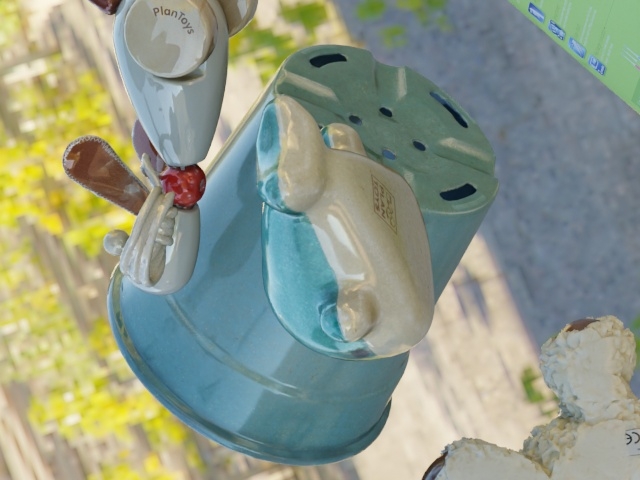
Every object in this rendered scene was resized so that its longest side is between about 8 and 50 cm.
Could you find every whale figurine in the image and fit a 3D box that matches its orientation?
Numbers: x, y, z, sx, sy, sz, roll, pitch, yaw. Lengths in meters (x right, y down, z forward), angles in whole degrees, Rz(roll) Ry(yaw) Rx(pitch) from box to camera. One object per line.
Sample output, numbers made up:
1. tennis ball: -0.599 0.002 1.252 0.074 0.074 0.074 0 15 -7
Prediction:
1. whale figurine: -0.004 -0.005 1.560 0.272 0.141 0.216 48 -148 -51

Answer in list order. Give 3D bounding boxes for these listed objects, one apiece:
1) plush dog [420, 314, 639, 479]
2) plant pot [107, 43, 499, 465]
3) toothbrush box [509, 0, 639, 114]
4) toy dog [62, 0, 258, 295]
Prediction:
1. plush dog: 0.229 0.228 1.658 0.210 0.262 0.225 40 165 17
2. plant pot: 0.000 0.000 1.925 0.341 0.341 0.334 57 131 31
3. toothbrush box: 0.206 -0.243 1.355 0.283 0.122 0.206 42 163 15
4. toy dog: -0.175 -0.123 1.752 0.220 0.161 0.334 11 -86 -78
